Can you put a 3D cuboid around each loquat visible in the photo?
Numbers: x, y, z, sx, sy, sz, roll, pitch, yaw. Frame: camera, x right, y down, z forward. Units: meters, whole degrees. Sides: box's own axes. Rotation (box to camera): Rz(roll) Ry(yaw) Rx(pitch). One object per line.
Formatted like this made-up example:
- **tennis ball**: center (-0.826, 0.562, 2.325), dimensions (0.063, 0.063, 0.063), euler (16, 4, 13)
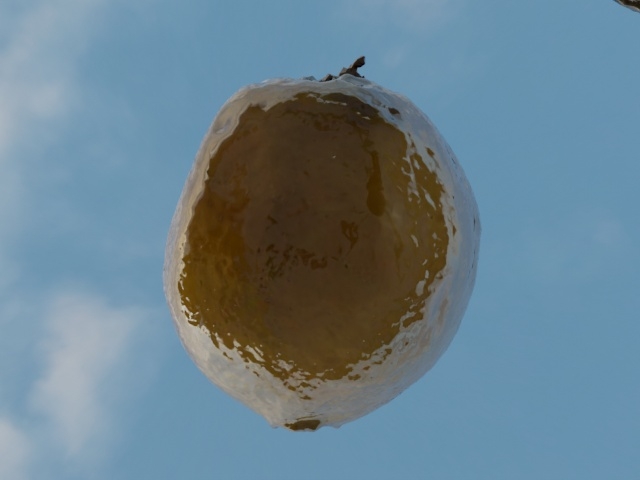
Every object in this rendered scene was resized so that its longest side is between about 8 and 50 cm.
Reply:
- **loquat**: center (0.000, 0.000, 1.048), dimensions (0.187, 0.176, 0.234), euler (15, -97, -37)

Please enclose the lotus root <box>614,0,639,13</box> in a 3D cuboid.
- **lotus root**: center (0.212, -0.225, 0.802), dimensions (0.154, 0.154, 0.278), euler (29, -99, -1)
